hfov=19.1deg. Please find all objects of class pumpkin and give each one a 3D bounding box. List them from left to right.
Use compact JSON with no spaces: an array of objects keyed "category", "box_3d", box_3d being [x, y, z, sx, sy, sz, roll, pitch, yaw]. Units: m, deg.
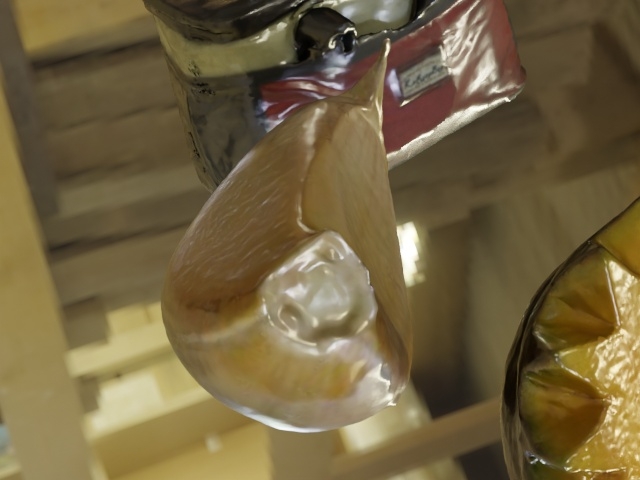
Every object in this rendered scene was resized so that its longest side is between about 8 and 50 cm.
[{"category":"pumpkin","box_3d":[0.126,0.095,0.948,0.149,0.130,0.254,18,-40,51]}]

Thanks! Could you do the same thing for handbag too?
[{"category":"handbag","box_3d":[0.013,-0.145,1.299,0.181,0.254,0.181,27,-40,52]}]

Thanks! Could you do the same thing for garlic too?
[{"category":"garlic","box_3d":[-0.004,0.007,1.059,0.245,0.145,0.164,-80,-168,-54]}]
